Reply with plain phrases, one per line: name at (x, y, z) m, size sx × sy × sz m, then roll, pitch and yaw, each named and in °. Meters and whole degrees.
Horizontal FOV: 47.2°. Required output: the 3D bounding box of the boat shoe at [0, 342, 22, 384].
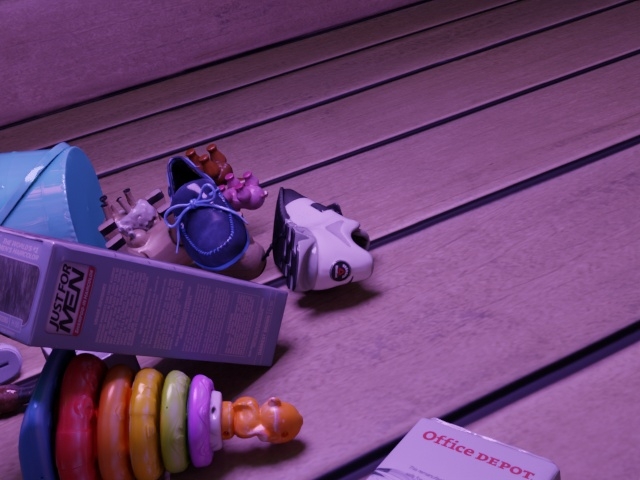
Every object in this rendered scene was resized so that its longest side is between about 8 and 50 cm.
boat shoe at (-0.562, 0.214, 1.086) m, size 0.226 × 0.083 × 0.076 m, roll -15°, pitch 12°, yaw -30°

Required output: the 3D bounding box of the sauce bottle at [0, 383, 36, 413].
sauce bottle at (-0.456, 0.226, 1.038) m, size 0.128 × 0.042 × 0.042 m, roll -8°, pitch 27°, yaw 6°

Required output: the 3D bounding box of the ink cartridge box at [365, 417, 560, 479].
ink cartridge box at (0.102, 0.269, 0.646) m, size 0.153 × 0.087 × 0.208 m, roll 12°, pitch 37°, yaw 41°

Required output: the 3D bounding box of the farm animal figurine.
farm animal figurine at (-0.222, 0.001, 1.258) m, size 0.327 × 0.172 × 0.330 m, roll -25°, pitch 34°, yaw 3°

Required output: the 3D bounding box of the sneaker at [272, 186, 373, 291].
sneaker at (0.000, 0.000, 1.221) m, size 0.146 × 0.122 × 0.330 m, roll 1°, pitch 23°, yaw -13°

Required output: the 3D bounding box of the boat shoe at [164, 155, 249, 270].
boat shoe at (-0.184, -0.043, 1.056) m, size 0.109 × 0.089 × 0.258 m, roll -36°, pitch 36°, yaw -10°

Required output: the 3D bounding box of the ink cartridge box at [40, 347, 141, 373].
ink cartridge box at (-0.339, 0.172, 1.073) m, size 0.099 × 0.056 × 0.135 m, roll -29°, pitch 31°, yaw -28°

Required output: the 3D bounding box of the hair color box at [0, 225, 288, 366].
hair color box at (-0.235, 0.075, 0.925) m, size 0.185 × 0.113 × 0.374 m, roll 10°, pitch -5°, yaw 39°

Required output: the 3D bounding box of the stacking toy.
stacking toy at (-0.171, 0.210, 0.847) m, size 0.302 × 0.175 × 0.165 m, roll -2°, pitch 25°, yaw -3°

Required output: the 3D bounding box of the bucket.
bucket at (-0.520, -0.045, 1.365) m, size 0.183 × 0.281 × 0.281 m, roll -10°, pitch 26°, yaw -1°
